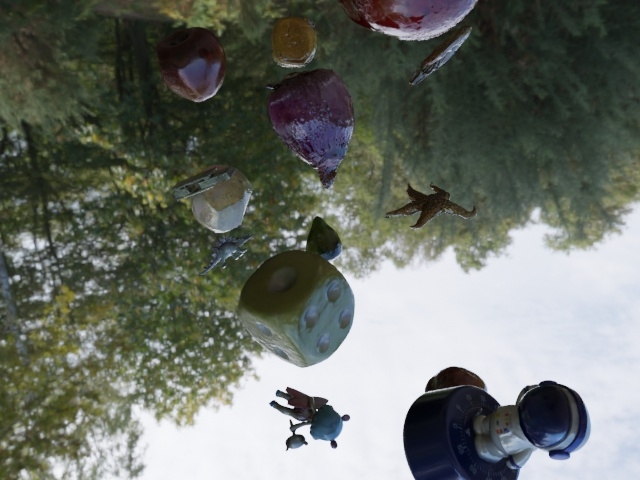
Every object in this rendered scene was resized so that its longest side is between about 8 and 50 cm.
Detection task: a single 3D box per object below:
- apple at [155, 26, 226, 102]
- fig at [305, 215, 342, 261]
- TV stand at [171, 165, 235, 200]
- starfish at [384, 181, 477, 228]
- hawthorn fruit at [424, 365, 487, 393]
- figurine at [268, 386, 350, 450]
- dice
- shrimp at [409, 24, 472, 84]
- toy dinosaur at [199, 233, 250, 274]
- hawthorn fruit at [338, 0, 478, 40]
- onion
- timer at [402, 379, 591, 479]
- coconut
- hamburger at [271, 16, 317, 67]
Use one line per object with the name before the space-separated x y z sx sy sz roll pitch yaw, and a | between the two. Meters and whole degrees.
apple | -0.304 -0.421 1.424 0.147 0.158 0.156 15 -126 36
fig | 0.000 0.000 1.914 0.123 0.156 0.123 -24 176 -2
TV stand | -0.330 -0.163 1.643 0.249 0.042 0.036 -13 -149 41
starfish | 0.349 -0.121 1.954 0.302 0.060 0.299 -27 -138 -38
hawthorn fruit | 0.425 0.471 1.790 0.202 0.185 0.185 -3 -162 -33
figurine | -0.053 0.561 1.838 0.260 0.103 0.205 21 -117 24
dice | -0.059 0.183 1.596 0.227 0.233 0.238 13 -127 42
shrimp | 0.433 -0.668 2.131 0.287 0.063 0.152 -42 -174 19
toy dinosaur | -0.282 0.037 1.715 0.209 0.082 0.039 -38 171 21
hawthorn fruit | 0.144 -0.498 1.069 0.307 0.265 0.265 -7 -159 -23
onion | 0.014 -0.329 1.684 0.267 0.348 0.159 -35 -165 -36
timer | 0.390 0.405 1.248 0.270 0.270 0.383 -25 169 -45
coconut | -0.348 -0.142 2.026 0.197 0.237 0.237 15 -164 -17
hamburger | -0.079 -0.591 1.760 0.138 0.147 0.083 3 -174 -5
